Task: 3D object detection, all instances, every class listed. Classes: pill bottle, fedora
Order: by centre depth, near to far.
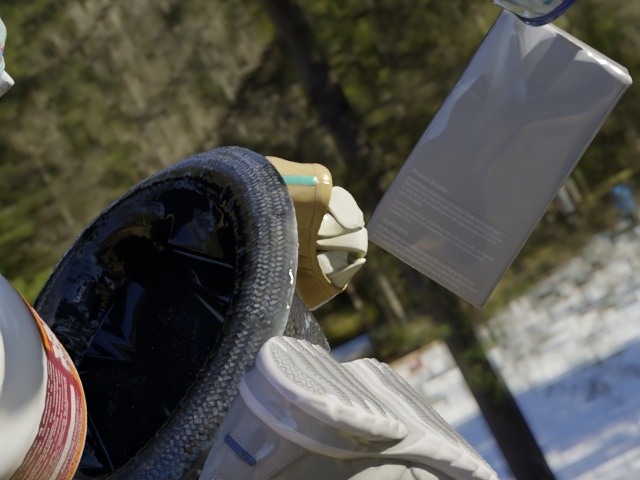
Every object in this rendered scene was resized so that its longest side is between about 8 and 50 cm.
[{"bbox_3d":[-0.170,0.065,0.758,0.121,0.121,0.221,-28,-11,-7],"label":"pill bottle"},{"bbox_3d":[-0.084,0.096,1.238,0.334,0.152,0.334,-35,34,29],"label":"fedora"}]

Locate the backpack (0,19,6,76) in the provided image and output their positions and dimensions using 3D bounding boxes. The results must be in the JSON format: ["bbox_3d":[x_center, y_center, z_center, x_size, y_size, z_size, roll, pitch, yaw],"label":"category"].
[{"bbox_3d":[-0.313,-0.149,1.263,0.182,0.115,0.152,-5,38,9],"label":"backpack"}]

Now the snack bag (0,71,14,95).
[{"bbox_3d":[-0.469,-0.151,1.464,0.342,0.323,0.037,-34,22,31],"label":"snack bag"}]

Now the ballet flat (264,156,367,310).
[{"bbox_3d":[0.000,0.000,1.343,0.073,0.080,0.232,-6,-16,11],"label":"ballet flat"}]

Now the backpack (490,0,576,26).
[{"bbox_3d":[0.114,-0.161,0.853,0.114,0.084,0.105,-51,32,26],"label":"backpack"}]

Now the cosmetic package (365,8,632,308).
[{"bbox_3d":[0.150,-0.076,1.535,0.238,0.127,0.107,-56,0,10],"label":"cosmetic package"}]

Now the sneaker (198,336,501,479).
[{"bbox_3d":[0.013,0.137,1.096,0.115,0.105,0.281,-50,-35,7],"label":"sneaker"}]
